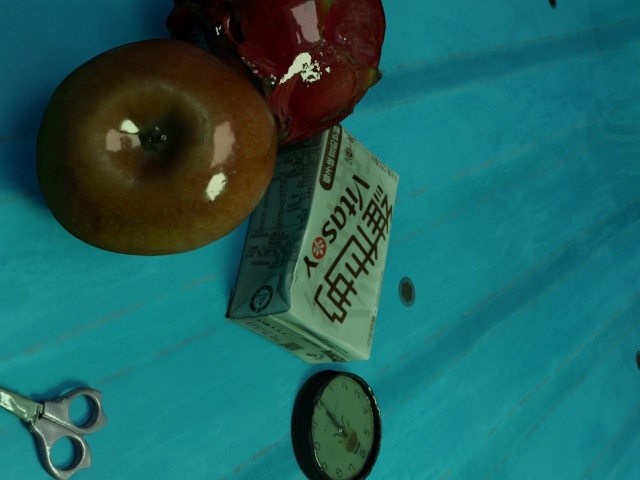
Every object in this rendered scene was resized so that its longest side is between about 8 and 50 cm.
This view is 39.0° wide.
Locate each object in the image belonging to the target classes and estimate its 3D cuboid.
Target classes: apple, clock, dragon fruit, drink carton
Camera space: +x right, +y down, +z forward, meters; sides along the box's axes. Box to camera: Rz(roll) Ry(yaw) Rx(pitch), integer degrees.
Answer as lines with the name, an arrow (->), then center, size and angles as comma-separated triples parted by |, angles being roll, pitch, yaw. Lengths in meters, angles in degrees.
apple -> -0.186, -0.104, 1.034 | 0.206, 0.271, 0.252 | -103, -160, -81
clock -> 0.030, 0.291, 1.394 | 0.184, 0.040, 0.185 | 15, 70, -49
dragon fruit -> -0.059, -0.271, 1.228 | 0.301, 0.295, 0.296 | -39, 112, -46
drink carton -> 0.000, -0.001, 1.358 | 0.194, 0.132, 0.325 | 34, 58, -41

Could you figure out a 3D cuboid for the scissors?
scissors -> -0.324, 0.187, 0.995 | 0.212, 0.021, 0.110 | 39, 56, -39
